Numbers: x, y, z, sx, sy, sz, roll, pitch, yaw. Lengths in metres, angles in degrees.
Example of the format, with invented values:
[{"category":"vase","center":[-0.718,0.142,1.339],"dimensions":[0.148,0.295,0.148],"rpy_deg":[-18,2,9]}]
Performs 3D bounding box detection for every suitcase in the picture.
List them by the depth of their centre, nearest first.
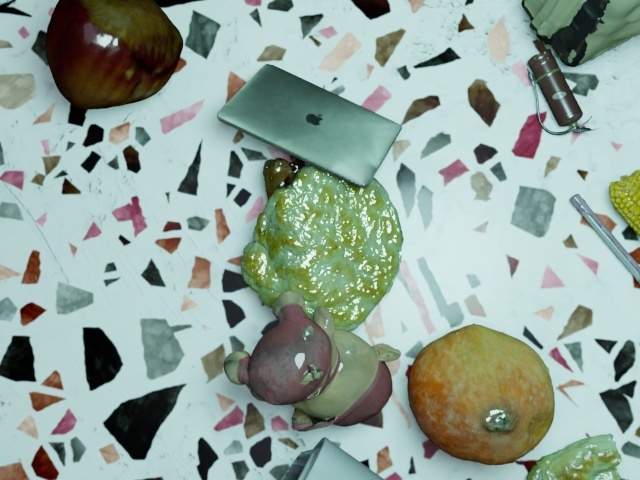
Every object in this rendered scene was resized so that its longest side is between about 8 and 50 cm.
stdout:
[{"category":"suitcase","center":[0.499,-0.425,1.020],"dimensions":[0.351,0.339,0.194],"rpy_deg":[-30,82,-4]}]

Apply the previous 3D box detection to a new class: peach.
[{"category":"peach","center":[0.241,0.229,1.026],"dimensions":[0.232,0.232,0.233],"rpy_deg":[0,83,4]}]

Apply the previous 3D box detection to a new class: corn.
[{"category":"corn","center":[0.581,-0.002,1.098],"dimensions":[0.106,0.106,0.293],"rpy_deg":[-45,80,-2]}]

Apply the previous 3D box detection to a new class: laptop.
[{"category":"laptop","center":[-0.013,-0.195,1.145],"dimensions":[0.269,0.015,0.188],"rpy_deg":[26,48,6]}]

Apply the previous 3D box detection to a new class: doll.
[{"category":"doll","center":[-0.006,0.198,1.054],"dimensions":[0.196,0.256,0.152],"rpy_deg":[-28,47,31]}]

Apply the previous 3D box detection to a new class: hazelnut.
[{"category":"hazelnut","center":[-0.351,-0.313,1.139],"dimensions":[0.229,0.229,0.230],"rpy_deg":[0,83,4]}]

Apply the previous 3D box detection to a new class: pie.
[{"category":"pie","center":[0.439,0.455,1.067],"dimensions":[0.302,0.067,0.303],"rpy_deg":[0,83,2]},{"category":"pie","center":[0.008,0.005,1.130],"dimensions":[0.257,0.105,0.275],"rpy_deg":[14,85,-4]}]

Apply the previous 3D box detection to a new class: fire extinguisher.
[{"category":"fire extinguisher","center":[0.393,-0.238,1.163],"dimensions":[0.078,0.045,0.157],"rpy_deg":[-28,82,28]}]

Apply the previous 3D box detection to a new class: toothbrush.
[{"category":"toothbrush","center":[0.530,0.061,1.127],"dimensions":[0.029,0.024,0.354],"rpy_deg":[-37,83,-7]}]

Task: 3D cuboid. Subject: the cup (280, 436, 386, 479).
[{"category":"cup","center":[0.069,0.483,1.000],"dimensions":[0.371,0.253,0.253],"rpy_deg":[34,87,3]}]
